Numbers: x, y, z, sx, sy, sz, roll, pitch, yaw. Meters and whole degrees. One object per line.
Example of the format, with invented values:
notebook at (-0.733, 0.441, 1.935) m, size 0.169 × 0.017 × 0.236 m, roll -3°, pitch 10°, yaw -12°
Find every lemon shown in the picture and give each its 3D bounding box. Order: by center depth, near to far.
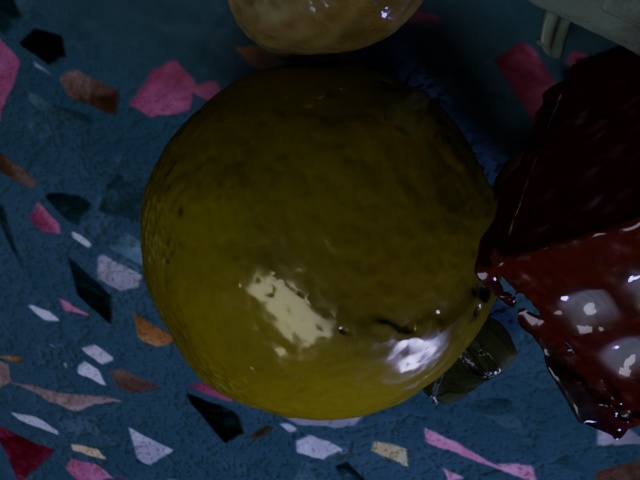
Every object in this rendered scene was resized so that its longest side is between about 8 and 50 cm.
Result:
lemon at (-0.002, 0.001, 1.026) m, size 0.228 × 0.228 × 0.253 m, roll 33°, pitch 165°, yaw -9°

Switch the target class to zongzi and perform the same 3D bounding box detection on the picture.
zongzi at (0.082, 0.068, 1.205) m, size 0.113 × 0.052 × 0.104 m, roll 43°, pitch 146°, yaw -1°

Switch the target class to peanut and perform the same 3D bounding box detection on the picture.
peanut at (0.031, -0.180, 0.904) m, size 0.117 × 0.101 × 0.263 m, roll 51°, pitch 143°, yaw 2°

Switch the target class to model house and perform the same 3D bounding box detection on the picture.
model house at (0.239, -0.025, 0.888) m, size 0.254 × 0.196 × 0.160 m, roll -24°, pitch 119°, yaw 44°

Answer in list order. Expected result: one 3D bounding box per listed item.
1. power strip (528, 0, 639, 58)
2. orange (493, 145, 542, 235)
power strip at (0.181, -0.186, 0.849) m, size 0.093 × 0.053 × 0.288 m, roll 25°, pitch 141°, yaw 1°
orange at (0.151, -0.022, 1.039) m, size 0.083 × 0.070 × 0.083 m, roll 19°, pitch 133°, yaw 22°
